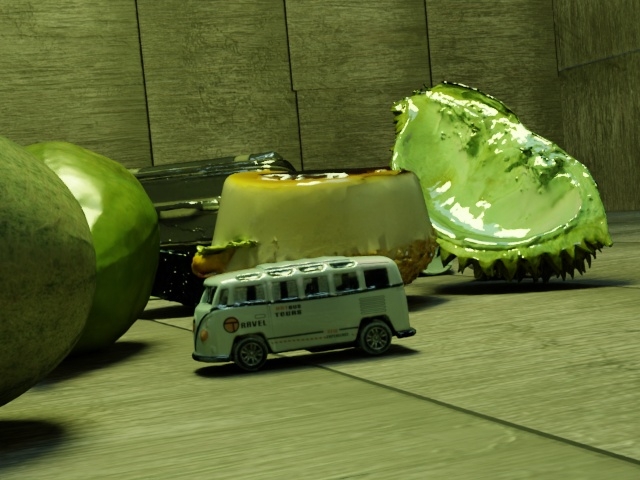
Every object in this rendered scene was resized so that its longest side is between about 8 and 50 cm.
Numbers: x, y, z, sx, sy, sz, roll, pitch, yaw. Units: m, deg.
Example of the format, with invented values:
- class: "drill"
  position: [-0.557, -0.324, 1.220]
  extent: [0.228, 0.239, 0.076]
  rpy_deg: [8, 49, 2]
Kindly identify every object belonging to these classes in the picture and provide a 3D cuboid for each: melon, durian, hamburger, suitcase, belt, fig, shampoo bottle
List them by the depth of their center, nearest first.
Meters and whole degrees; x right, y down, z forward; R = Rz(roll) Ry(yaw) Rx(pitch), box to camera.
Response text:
- class: "melon"
  position: [-0.317, 0.023, 0.783]
  extent: [0.329, 0.248, 0.248]
  rpy_deg: [1, 0, -19]
- class: "fig"
  position: [-0.290, 0.015, 1.175]
  extent: [0.233, 0.233, 0.314]
  rpy_deg: [-4, 7, 17]
- class: "hamburger"
  position: [0.000, 0.000, 1.448]
  extent: [0.294, 0.179, 0.276]
  rpy_deg: [-1, 6, 22]
- class: "durian"
  position: [0.206, -0.073, 1.535]
  extent: [0.163, 0.198, 0.394]
  rpy_deg: [-5, 42, -37]
- class: "belt"
  position: [-0.195, 0.049, 1.606]
  extent: [0.151, 0.078, 0.198]
  rpy_deg: [9, -1, -10]
- class: "shampoo bottle"
  position: [0.176, 0.027, 1.923]
  extent: [0.072, 0.049, 0.212]
  rpy_deg: [-1, 2, -2]
- class: "suitcase"
  position: [-0.193, -0.031, 2.043]
  extent: [0.434, 0.194, 0.283]
  rpy_deg: [-7, -16, 14]

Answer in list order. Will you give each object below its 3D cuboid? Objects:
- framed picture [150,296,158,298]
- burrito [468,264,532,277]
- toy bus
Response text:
- class: "framed picture"
  position: [-0.173, 0.076, 1.916]
  extent: [0.252, 0.014, 0.197]
  rpy_deg: [-4, 3, 16]
- class: "burrito"
  position: [0.300, -0.003, 1.778]
  extent: [0.143, 0.105, 0.299]
  rpy_deg: [-9, 3, 16]
- class: "toy bus"
  position: [-0.019, 0.061, 1.026]
  extent: [0.194, 0.089, 0.087]
  rpy_deg: [-7, 2, -14]
